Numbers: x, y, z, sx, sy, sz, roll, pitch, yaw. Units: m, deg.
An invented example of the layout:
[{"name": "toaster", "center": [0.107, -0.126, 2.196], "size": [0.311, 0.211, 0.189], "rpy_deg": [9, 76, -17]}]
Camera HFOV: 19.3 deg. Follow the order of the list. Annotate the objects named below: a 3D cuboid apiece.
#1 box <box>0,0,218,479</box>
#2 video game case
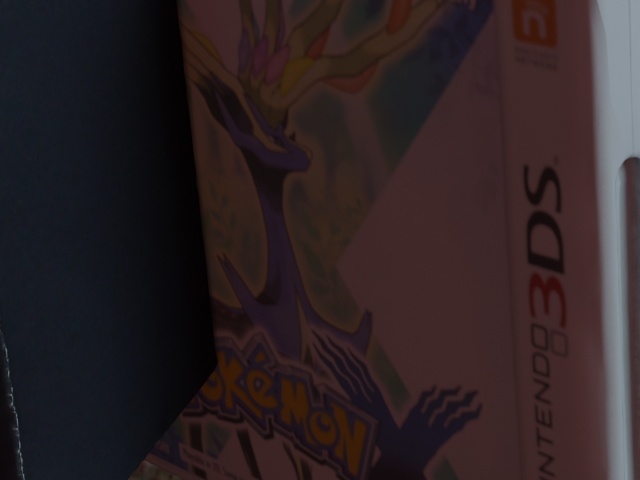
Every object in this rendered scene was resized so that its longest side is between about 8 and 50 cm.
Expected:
[{"name": "box", "center": [-0.242, -0.060, 0.759], "size": [0.343, 0.179, 0.312], "rpy_deg": [5, 115, 19]}, {"name": "video game case", "center": [0.000, 0.000, 0.782], "size": [0.036, 0.329, 0.300], "rpy_deg": [-25, 120, -37]}]
